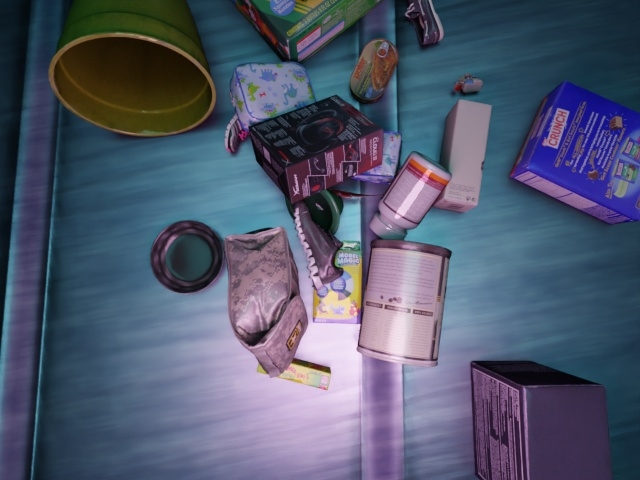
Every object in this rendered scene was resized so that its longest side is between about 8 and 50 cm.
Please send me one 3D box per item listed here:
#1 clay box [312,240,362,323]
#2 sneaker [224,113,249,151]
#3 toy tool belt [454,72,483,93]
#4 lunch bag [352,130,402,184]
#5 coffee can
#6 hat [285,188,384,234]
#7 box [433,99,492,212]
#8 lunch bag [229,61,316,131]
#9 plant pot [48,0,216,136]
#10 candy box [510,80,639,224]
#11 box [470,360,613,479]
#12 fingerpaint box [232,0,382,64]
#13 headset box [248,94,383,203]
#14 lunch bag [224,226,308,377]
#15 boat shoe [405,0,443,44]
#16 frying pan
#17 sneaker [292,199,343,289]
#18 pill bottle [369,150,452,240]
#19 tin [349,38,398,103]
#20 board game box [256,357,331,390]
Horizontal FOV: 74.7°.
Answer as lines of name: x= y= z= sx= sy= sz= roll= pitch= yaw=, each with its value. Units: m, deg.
clay box: x=0.045 y=0.107 z=1.116 sx=0.127 sy=0.053 sz=0.222 roll=1 pitch=84 yaw=2
sneaker: x=-0.204 y=-0.316 z=1.161 sx=0.074 sy=0.063 sz=0.171 roll=23 pitch=79 yaw=9
toy tool belt: x=0.414 y=-0.446 z=1.188 sx=0.083 sy=0.052 sz=0.051 roll=-5 pitch=52 yaw=-4
lunch bag: x=0.139 y=-0.229 z=1.140 sx=0.151 sy=0.096 sz=0.129 roll=9 pitch=86 yaw=15
coffee can: x=0.205 y=0.150 z=1.036 sx=0.201 sy=0.201 sz=0.276 roll=9 pitch=83 yaw=1
hat: x=0.036 y=-0.116 z=1.147 sx=0.208 sy=0.173 sz=0.183 roll=43 pitch=49 yaw=9
box: x=0.380 y=-0.223 z=1.126 sx=0.094 sy=0.113 sz=0.276 roll=11 pitch=85 yaw=1
lunch bag: x=-0.125 y=-0.379 z=1.121 sx=0.218 sy=0.090 sz=0.176 roll=-15 pitch=82 yaw=-29
plant pot: x=-0.462 y=-0.518 z=1.068 sx=0.365 sy=0.366 sz=0.354 roll=-8 pitch=71 yaw=-1
candy box: x=0.719 y=-0.230 z=1.121 sx=0.316 sy=0.122 sz=0.269 roll=27 pitch=85 yaw=2
box: x=0.486 y=0.449 z=0.955 sx=0.182 sy=0.294 sz=0.297 roll=-1 pitch=84 yaw=0
fingerpaint box: x=-0.029 y=-0.773 z=1.163 sx=0.444 sy=0.163 sz=0.371 roll=-38 pitch=85 yaw=-4
headset box: x=0.001 y=-0.242 z=1.046 sx=0.293 sy=0.110 sz=0.218 roll=-26 pitch=49 yaw=-17
lunch bag: x=-0.119 y=0.152 z=0.974 sx=0.168 sy=0.235 sz=0.287 roll=-9 pitch=59 yaw=0
boat shoe: x=0.278 y=-0.657 z=1.195 sx=0.064 sy=0.075 sz=0.206 roll=-26 pitch=90 yaw=-3
frying pan: x=-0.305 y=0.004 z=1.130 sx=0.326 sy=0.053 sz=0.197 roll=-39 pitch=85 yaw=-6
sneaker: x=0.000 y=0.000 z=1.068 sx=0.106 sy=0.078 sz=0.235 roll=-17 pitch=85 yaw=4
pill bottle: x=0.225 y=-0.106 z=1.073 sx=0.121 sy=0.121 sz=0.221 roll=33 pitch=112 yaw=4
tin: x=0.151 y=-0.481 z=1.194 sx=0.106 sy=0.040 sz=0.190 roll=25 pitch=84 yaw=-1
board game box: x=-0.065 y=0.330 z=1.071 sx=0.181 sy=0.092 sz=0.043 roll=14 pitch=83 yaw=2
